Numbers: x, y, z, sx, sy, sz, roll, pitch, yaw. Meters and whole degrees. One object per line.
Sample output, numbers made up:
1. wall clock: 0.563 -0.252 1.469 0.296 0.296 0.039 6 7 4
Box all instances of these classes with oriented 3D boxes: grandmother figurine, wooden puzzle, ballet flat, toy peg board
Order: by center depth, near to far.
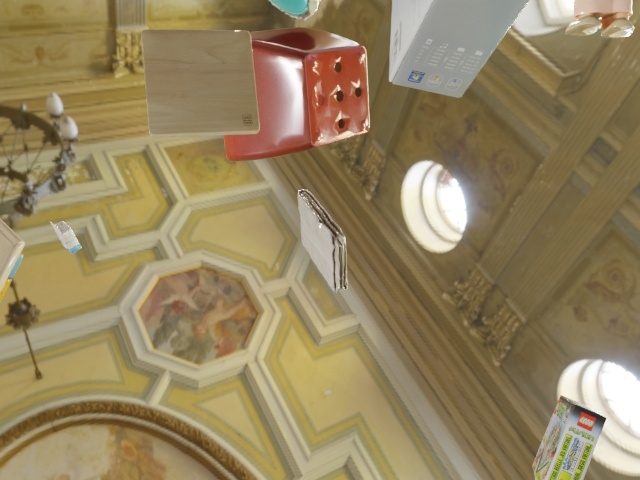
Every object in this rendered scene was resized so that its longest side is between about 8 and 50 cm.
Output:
1. toy peg board: -0.185 -0.231 0.886 0.161 0.079 0.161 -5 -97 -14
2. grandmother figurine: 0.518 -0.559 1.056 0.208 0.342 0.104 3 -177 -10
3. wooden puzzle: -0.675 0.074 1.164 0.044 0.221 0.238 28 177 -42
4. ballet flat: -0.102 -0.671 1.391 0.147 0.147 0.409 -24 -122 -33

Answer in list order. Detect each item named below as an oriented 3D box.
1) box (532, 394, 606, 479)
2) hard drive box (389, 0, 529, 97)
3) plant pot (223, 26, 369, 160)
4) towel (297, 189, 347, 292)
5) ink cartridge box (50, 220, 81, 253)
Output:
1. box: 0.310 0.261 0.729 0.036 0.207 0.114 22 -95 21
2. hard drive box: 0.149 -0.291 0.575 0.089 0.232 0.181 9 -115 -10
3. plant pot: -0.041 -0.313 1.230 0.235 0.267 0.267 16 -151 42
4. towel: 0.000 0.000 1.584 0.049 0.187 0.282 -15 -144 -17
5. ink cartridge box: -0.618 -0.014 1.393 0.048 0.083 0.028 30 -125 33
